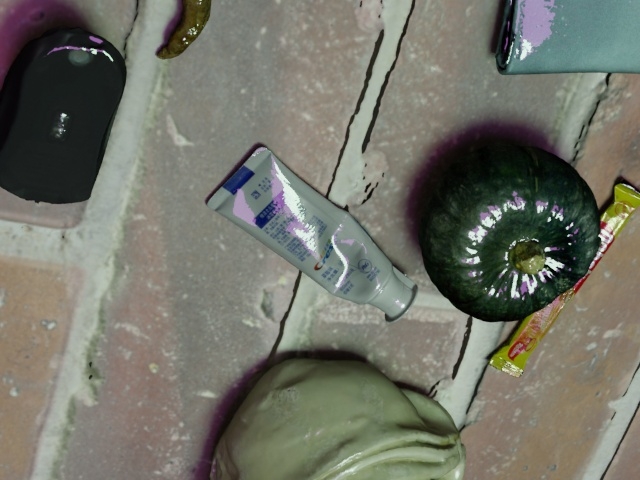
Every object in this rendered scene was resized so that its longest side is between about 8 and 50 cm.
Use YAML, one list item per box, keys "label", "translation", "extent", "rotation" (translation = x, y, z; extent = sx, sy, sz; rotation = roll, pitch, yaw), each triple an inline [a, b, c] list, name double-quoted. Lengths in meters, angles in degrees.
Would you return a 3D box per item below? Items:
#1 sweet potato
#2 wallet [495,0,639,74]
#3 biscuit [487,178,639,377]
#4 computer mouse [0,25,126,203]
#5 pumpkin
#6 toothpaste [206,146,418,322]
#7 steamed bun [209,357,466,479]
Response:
- label: "sweet potato"
  translation: [-0.129, -0.245, 1.324]
  extent: [0.041, 0.038, 0.153]
  rotation: [19, 125, -1]
- label: "wallet"
  translation: [0.324, -0.309, 1.398]
  extent: [0.251, 0.054, 0.290]
  rotation: [-2, 119, -16]
- label: "biscuit"
  translation: [0.305, 0.050, 1.627]
  extent: [0.048, 0.026, 0.292]
  rotation: [29, 110, -7]
- label: "computer mouse"
  translation: [-0.267, -0.130, 1.334]
  extent: [0.122, 0.073, 0.217]
  rotation: [14, 122, -20]
- label: "pumpkin"
  translation: [0.215, -0.006, 1.491]
  extent: [0.211, 0.152, 0.212]
  rotation: [1, 122, 2]
- label: "toothpaste"
  translation: [0.000, 0.000, 1.504]
  extent: [0.266, 0.061, 0.096]
  rotation: [37, 107, -23]
- label: "steamed bun"
  translation: [0.022, 0.323, 1.598]
  extent: [0.309, 0.219, 0.324]
  rotation: [25, 112, -26]
